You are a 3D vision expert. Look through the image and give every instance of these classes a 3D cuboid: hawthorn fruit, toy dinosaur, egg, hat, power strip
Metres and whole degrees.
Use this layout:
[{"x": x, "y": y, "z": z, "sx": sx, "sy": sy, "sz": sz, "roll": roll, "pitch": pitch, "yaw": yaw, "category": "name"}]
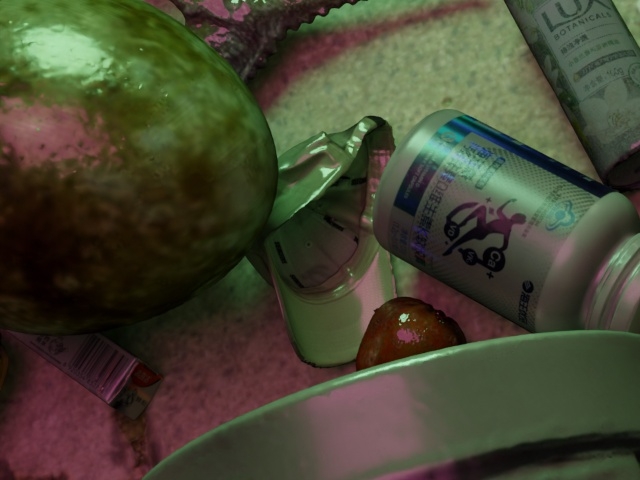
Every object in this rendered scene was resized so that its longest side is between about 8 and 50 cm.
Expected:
[{"x": 0.060, "y": 0.076, "z": 1.321, "sx": 0.077, "sy": 0.077, "sz": 0.077, "roll": -6, "pitch": 71, "yaw": 17, "category": "hawthorn fruit"}, {"x": -0.037, "y": -0.153, "z": 1.440, "sx": 0.200, "sy": 0.072, "sz": 0.251, "roll": 41, "pitch": 80, "yaw": 18, "category": "toy dinosaur"}, {"x": -0.161, "y": -0.052, "z": 1.317, "sx": 0.289, "sy": 0.238, "sz": 0.238, "roll": 11, "pitch": 77, "yaw": 22, "category": "egg"}, {"x": 0.003, "y": 0.004, "z": 1.370, "sx": 0.081, "sy": 0.122, "sz": 0.166, "roll": -25, "pitch": 75, "yaw": 58, "category": "hat"}, {"x": 0.076, "y": 0.177, "z": 1.131, "sx": 0.357, "sy": 0.357, "sz": 0.161, "roll": -20, "pitch": 69, "yaw": 12, "category": "power strip"}]

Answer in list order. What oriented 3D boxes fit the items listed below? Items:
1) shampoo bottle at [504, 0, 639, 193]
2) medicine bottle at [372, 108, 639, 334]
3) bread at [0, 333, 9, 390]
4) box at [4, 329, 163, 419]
[{"x": 0.174, "y": -0.136, "z": 1.348, "sx": 0.072, "sy": 0.072, "sz": 0.214, "roll": -29, "pitch": 65, "yaw": 8, "category": "shampoo bottle"}, {"x": 0.136, "y": -0.001, "z": 1.296, "sx": 0.191, "sy": 0.107, "sz": 0.107, "roll": 30, "pitch": 84, "yaw": 25, "category": "medicine bottle"}, {"x": -0.353, "y": 0.129, "z": 1.433, "sx": 0.210, "sy": 0.099, "sz": 0.235, "roll": 28, "pitch": 80, "yaw": 23, "category": "bread"}, {"x": -0.210, "y": 0.052, "z": 1.428, "sx": 0.218, "sy": 0.055, "sz": 0.039, "roll": 32, "pitch": 84, "yaw": 25, "category": "box"}]
